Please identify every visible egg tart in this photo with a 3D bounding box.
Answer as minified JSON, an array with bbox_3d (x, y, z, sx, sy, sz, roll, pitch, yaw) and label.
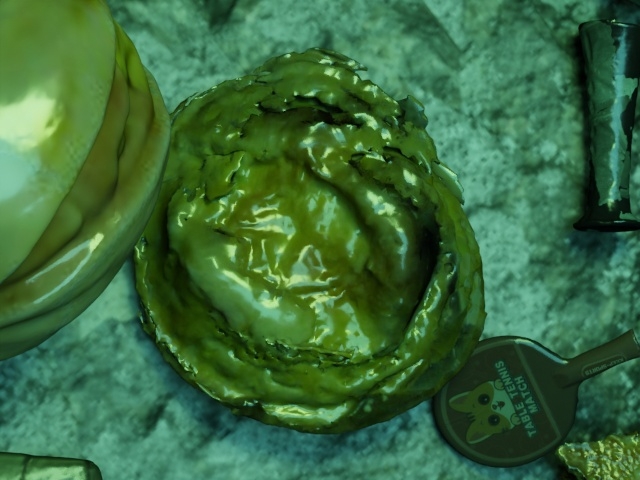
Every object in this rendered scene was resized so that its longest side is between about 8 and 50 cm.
[{"bbox_3d":[0.000,0.000,1.418,0.297,0.132,0.297,2,83,-14],"label":"egg tart"}]

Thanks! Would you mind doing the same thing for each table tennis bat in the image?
[{"bbox_3d":[0.173,0.098,1.526,0.170,0.119,0.107,-25,104,12],"label":"table tennis bat"}]

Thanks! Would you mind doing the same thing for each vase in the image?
[{"bbox_3d":[0.234,-0.090,1.538,0.059,0.059,0.167,4,85,-19],"label":"vase"}]

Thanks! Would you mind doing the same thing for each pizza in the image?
[{"bbox_3d":[0.269,0.202,1.530,0.199,0.062,0.188,22,66,-11],"label":"pizza"}]

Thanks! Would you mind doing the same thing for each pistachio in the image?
[{"bbox_3d":[-0.233,-0.041,1.294,0.230,0.230,0.309,39,70,-13],"label":"pistachio"}]

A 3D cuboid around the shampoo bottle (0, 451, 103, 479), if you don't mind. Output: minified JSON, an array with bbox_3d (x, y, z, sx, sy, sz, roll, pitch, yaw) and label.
[{"bbox_3d":[-0.321,0.204,1.305,0.350,0.084,0.125,-4,85,-21],"label":"shampoo bottle"}]

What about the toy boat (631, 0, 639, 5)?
[{"bbox_3d":[0.328,-0.230,1.581,0.215,0.088,0.102,-27,129,-20],"label":"toy boat"}]
